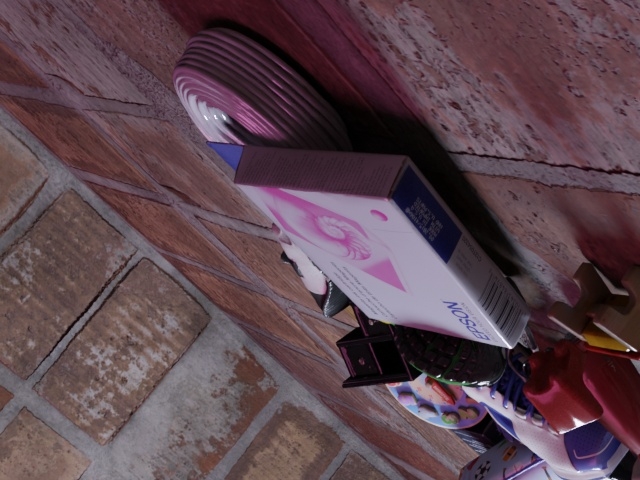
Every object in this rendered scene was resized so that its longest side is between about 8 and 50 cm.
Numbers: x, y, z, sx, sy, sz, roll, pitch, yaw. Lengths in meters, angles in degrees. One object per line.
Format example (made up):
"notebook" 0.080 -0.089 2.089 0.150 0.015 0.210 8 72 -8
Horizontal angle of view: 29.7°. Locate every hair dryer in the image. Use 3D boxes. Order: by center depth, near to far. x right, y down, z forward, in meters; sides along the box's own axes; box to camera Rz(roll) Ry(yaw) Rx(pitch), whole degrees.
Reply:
"hair dryer" 0.338 0.173 1.533 0.293 0.080 0.224 46 170 39

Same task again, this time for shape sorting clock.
"shape sorting clock" 0.181 0.222 1.945 0.206 0.040 0.206 17 128 23

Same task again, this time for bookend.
"bookend" 0.082 0.144 1.905 0.156 0.072 0.157 -12 104 45

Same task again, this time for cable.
"cable" -0.078 -0.158 1.522 0.257 0.089 0.257 22 159 53

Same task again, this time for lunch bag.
"lunch bag" 0.373 0.407 1.891 0.243 0.115 0.303 40 133 -13

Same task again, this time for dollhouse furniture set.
"dollhouse furniture set" 0.351 0.154 1.153 0.152 0.201 0.374 43 166 -19

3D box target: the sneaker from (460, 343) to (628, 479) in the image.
"sneaker" 0.297 0.229 1.733 0.182 0.127 0.315 42 169 -23

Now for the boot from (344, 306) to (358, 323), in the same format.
"boot" 0.118 0.139 2.017 0.269 0.089 0.236 48 158 -22

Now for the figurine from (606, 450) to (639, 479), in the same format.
"figurine" 0.508 0.340 1.659 0.209 0.092 0.215 33 168 -9

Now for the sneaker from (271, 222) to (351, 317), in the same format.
"sneaker" 0.000 0.000 1.833 0.146 0.122 0.330 44 165 25

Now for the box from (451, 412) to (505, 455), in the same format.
"box" 0.342 0.342 2.041 0.207 0.108 0.153 41 167 -13

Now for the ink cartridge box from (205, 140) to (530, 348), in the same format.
"ink cartridge box" 0.047 0.005 1.477 0.330 0.071 0.324 7 152 43

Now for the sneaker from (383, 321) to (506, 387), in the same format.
"sneaker" 0.180 0.115 1.674 0.146 0.134 0.343 33 -174 -22
